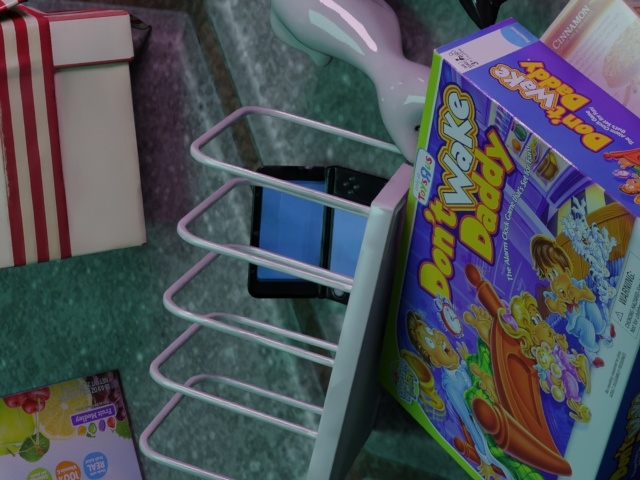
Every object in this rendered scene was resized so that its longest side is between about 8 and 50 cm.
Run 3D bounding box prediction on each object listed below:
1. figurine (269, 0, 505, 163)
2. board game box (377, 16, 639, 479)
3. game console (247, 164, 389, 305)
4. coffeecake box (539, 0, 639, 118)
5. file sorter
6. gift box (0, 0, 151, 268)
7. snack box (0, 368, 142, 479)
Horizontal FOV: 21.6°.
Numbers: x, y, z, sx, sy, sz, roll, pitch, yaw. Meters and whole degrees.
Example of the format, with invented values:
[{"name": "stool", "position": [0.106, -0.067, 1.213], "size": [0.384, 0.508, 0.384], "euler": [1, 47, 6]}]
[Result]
[{"name": "figurine", "position": [0.067, -0.196, 1.330], "size": [0.209, 0.092, 0.215], "euler": [52, 130, 34]}, {"name": "board game box", "position": [0.161, 0.046, 1.232], "size": [0.233, 0.078, 0.347], "euler": [44, 144, 33]}, {"name": "game console", "position": [0.000, 0.000, 1.464], "size": [0.107, 0.071, 0.122], "euler": [17, 110, 41]}, {"name": "coffeecake box", "position": [0.231, -0.083, 1.223], "size": [0.185, 0.068, 0.142], "euler": [52, 125, 22]}, {"name": "file sorter", "position": [-0.029, 0.052, 1.376], "size": [0.173, 0.193, 0.278], "euler": [16, 111, 10]}, {"name": "gift box", "position": [-0.305, -0.120, 1.618], "size": [0.255, 0.276, 0.258], "euler": [11, 109, 56]}, {"name": "snack box", "position": [-0.268, 0.250, 1.697], "size": [0.070, 0.174, 0.207], "euler": [-15, 88, 47]}]
